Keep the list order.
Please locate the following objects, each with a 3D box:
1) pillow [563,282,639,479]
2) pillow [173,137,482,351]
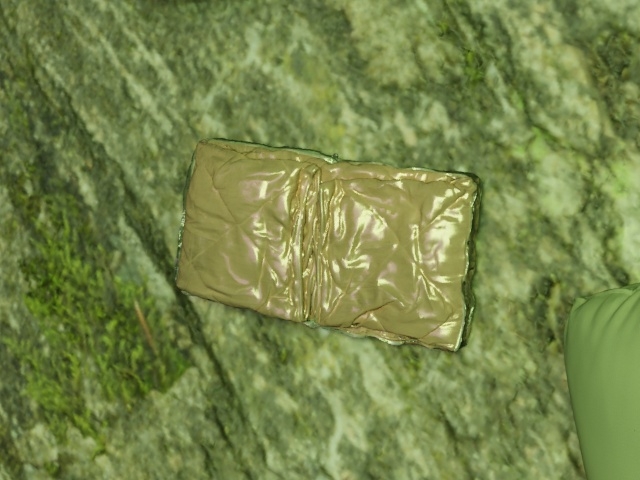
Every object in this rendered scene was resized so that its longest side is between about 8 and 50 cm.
[{"bbox_3d":[0.236,0.167,0.685,0.120,0.255,0.322,-7,81,-20],"label":"pillow"},{"bbox_3d":[0.000,0.000,0.899,0.232,0.043,0.126,11,96,23],"label":"pillow"}]
